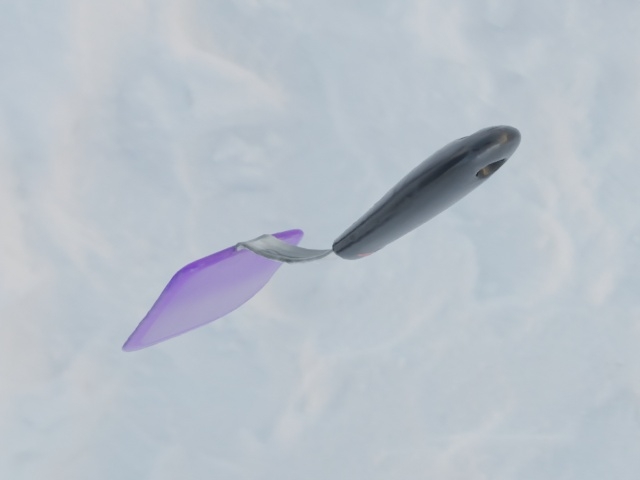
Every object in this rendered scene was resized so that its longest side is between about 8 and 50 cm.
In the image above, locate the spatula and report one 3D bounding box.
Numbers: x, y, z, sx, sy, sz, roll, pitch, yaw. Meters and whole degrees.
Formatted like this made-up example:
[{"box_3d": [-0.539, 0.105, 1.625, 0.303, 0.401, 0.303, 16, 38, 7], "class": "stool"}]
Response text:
[{"box_3d": [0.000, 0.000, 0.843, 0.296, 0.084, 0.030, -25, 85, 54], "class": "spatula"}]
